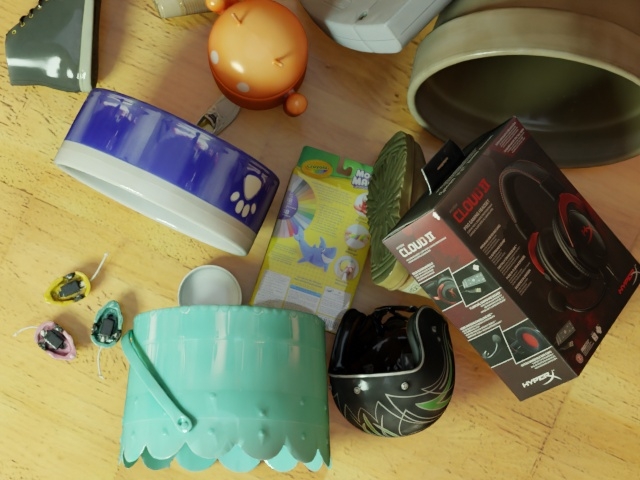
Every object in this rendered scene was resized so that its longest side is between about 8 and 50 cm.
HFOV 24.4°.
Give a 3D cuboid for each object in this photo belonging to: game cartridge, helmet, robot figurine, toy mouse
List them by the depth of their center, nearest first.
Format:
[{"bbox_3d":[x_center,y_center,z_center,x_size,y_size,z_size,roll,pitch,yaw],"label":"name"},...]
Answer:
[{"bbox_3d":[0.080,-0.326,1.840,0.196,0.294,0.060,-41,119,-5],"label":"game cartridge"},{"bbox_3d":[-0.079,-0.233,1.851,0.128,0.219,0.158,0,88,-2],"label":"robot figurine"},{"bbox_3d":[0.090,0.169,1.858,0.169,0.169,0.161,12,66,-1],"label":"helmet"},{"bbox_3d":[-0.311,0.115,1.920,0.161,0.031,0.143,-28,88,-3],"label":"toy mouse"}]

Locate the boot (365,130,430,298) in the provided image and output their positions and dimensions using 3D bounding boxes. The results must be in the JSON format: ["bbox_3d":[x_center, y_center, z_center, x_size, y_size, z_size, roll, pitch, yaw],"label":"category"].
[{"bbox_3d":[0.189,0.006,1.890,0.269,0.089,0.236,20,57,-26],"label":"boot"}]

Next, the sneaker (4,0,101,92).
[{"bbox_3d":[-0.348,-0.305,1.915,0.118,0.083,0.222,2,88,-1],"label":"sneaker"}]

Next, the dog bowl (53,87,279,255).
[{"bbox_3d":[-0.187,-0.083,1.818,0.265,0.265,0.104,25,84,0],"label":"dog bowl"}]

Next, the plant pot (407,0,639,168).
[{"bbox_3d":[0.285,-0.278,1.846,0.323,0.323,0.280,10,69,-1],"label":"plant pot"}]

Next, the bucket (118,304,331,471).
[{"bbox_3d":[-0.115,0.186,1.808,0.281,0.281,0.183,1,77,-2],"label":"bucket"}]

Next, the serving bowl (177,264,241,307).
[{"bbox_3d":[-0.144,0.074,1.929,0.083,0.027,0.083,0,87,-2],"label":"serving bowl"}]

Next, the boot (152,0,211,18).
[{"bbox_3d":[-0.157,-0.426,1.936,0.207,0.090,0.248,-24,91,-10],"label":"boot"}]

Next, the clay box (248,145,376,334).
[{"bbox_3d":[0.000,0.000,1.924,0.127,0.053,0.222,19,85,-3],"label":"clay box"}]

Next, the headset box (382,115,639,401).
[{"bbox_3d":[0.228,0.009,1.785,0.293,0.110,0.218,49,49,-6],"label":"headset box"}]

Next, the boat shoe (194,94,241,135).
[{"bbox_3d":[-0.140,-0.159,1.937,0.100,0.035,0.035,-44,89,-3],"label":"boat shoe"}]
